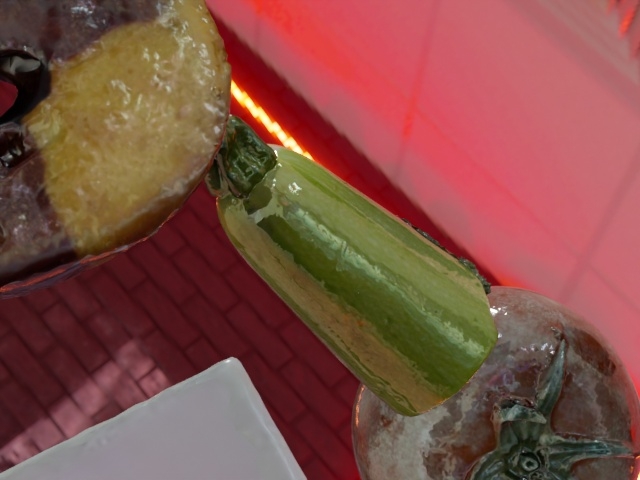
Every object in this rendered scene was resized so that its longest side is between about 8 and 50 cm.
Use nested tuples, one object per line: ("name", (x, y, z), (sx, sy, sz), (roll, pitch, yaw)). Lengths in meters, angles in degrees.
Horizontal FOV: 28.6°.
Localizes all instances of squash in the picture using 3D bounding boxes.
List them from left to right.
("squash", (0.002, -0.001, 0.662), (0.200, 0.075, 0.090), (45, -52, -14))

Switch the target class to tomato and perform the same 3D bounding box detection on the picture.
("tomato", (0.191, 0.206, 1.361), (0.316, 0.317, 0.282), (56, -4, -9))

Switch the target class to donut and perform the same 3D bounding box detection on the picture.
("donut", (-0.131, -0.052, 0.523), (0.166, 0.184, 0.073), (55, -14, 11))

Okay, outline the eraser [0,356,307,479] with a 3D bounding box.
("eraser", (-0.021, 0.255, 0.357), (0.397, 0.213, 0.082), (59, -13, 14))
